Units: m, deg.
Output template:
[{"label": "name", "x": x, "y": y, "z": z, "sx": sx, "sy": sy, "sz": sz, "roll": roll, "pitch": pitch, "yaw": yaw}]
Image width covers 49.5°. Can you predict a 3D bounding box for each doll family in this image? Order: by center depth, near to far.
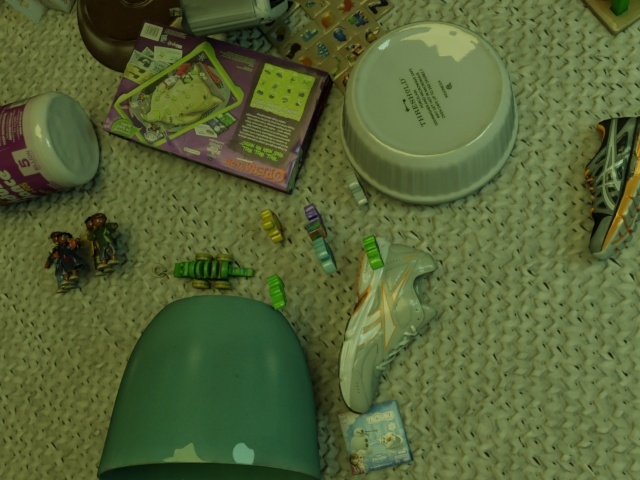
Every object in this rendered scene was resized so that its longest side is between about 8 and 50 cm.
[{"label": "doll family", "x": -0.412, "y": 0.014, "z": 1.192, "sx": 0.193, "sy": 0.076, "sz": 0.111, "roll": -21, "pitch": 78, "yaw": 14}]

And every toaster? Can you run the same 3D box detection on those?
[{"label": "toaster", "x": -0.143, "y": -0.408, "z": 1.128, "sx": 0.147, "sy": 0.227, "sz": 0.129, "roll": -5, "pitch": 114, "yaw": 14}]

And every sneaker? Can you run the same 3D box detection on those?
[{"label": "sneaker", "x": 0.409, "y": -0.076, "z": 0.972, "sx": 0.083, "sy": 0.084, "sz": 0.214, "roll": 14, "pitch": 79, "yaw": 32}, {"label": "sneaker", "x": 0.102, "y": 0.127, "z": 1.006, "sx": 0.121, "sy": 0.099, "sz": 0.262, "roll": 11, "pitch": 83, "yaw": 14}]

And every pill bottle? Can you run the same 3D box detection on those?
[{"label": "pill bottle", "x": -0.562, "y": -0.145, "z": 1.219, "sx": 0.302, "sy": 0.169, "sz": 0.169, "roll": -13, "pitch": 75, "yaw": 14}]

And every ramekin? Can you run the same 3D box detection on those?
[{"label": "ramekin", "x": 0.158, "y": -0.197, "z": 1.024, "sx": 0.273, "sy": 0.127, "sz": 0.272, "roll": -2, "pitch": 74, "yaw": 8}]

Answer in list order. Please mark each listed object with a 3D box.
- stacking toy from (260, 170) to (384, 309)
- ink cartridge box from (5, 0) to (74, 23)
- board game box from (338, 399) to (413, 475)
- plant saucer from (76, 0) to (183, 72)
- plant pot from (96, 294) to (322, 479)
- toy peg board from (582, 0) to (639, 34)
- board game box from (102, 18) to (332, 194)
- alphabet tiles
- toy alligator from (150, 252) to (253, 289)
[{"label": "stacking toy", "x": 0.000, "y": 0.000, "z": 1.034, "sx": 0.167, "sy": 0.052, "sz": 0.221, "roll": -24, "pitch": 39, "yaw": 10}, {"label": "ink cartridge box", "x": -0.509, "y": -0.515, "z": 1.312, "sx": 0.067, "sy": 0.115, "sz": 0.198, "roll": 21, "pitch": 86, "yaw": 19}, {"label": "board game box", "x": 0.080, "y": 0.288, "z": 1.015, "sx": 0.090, "sy": 0.020, "sz": 0.090, "roll": -18, "pitch": 72, "yaw": 12}, {"label": "plant saucer", "x": -0.327, "y": -0.461, "z": 1.284, "sx": 0.311, "sy": 0.050, "sz": 0.310, "roll": -3, "pitch": 78, "yaw": 17}, {"label": "plant pot", "x": -0.143, "y": 0.216, "z": 0.968, "sx": 0.293, "sy": 0.293, "sz": 0.235, "roll": -8, "pitch": 61, "yaw": 15}, {"label": "toy peg board", "x": 0.458, "y": -0.424, "z": 1.027, "sx": 0.161, "sy": 0.079, "sz": 0.160, "roll": -34, "pitch": 71, "yaw": 6}, {"label": "board game box", "x": -0.175, "y": -0.227, "z": 1.164, "sx": 0.347, "sy": 0.056, "sz": 0.208, "roll": 20, "pitch": 83, "yaw": 13}, {"label": "alphabet tiles", "x": 0.025, "y": -0.360, "z": 1.179, "sx": 0.198, "sy": 0.009, "sz": 0.237, "roll": -38, "pitch": 71, "yaw": 5}, {"label": "toy alligator", "x": -0.204, "y": 0.048, "z": 1.133, "sx": 0.190, "sy": 0.051, "sz": 0.056, "roll": 1, "pitch": 78, "yaw": 17}]
